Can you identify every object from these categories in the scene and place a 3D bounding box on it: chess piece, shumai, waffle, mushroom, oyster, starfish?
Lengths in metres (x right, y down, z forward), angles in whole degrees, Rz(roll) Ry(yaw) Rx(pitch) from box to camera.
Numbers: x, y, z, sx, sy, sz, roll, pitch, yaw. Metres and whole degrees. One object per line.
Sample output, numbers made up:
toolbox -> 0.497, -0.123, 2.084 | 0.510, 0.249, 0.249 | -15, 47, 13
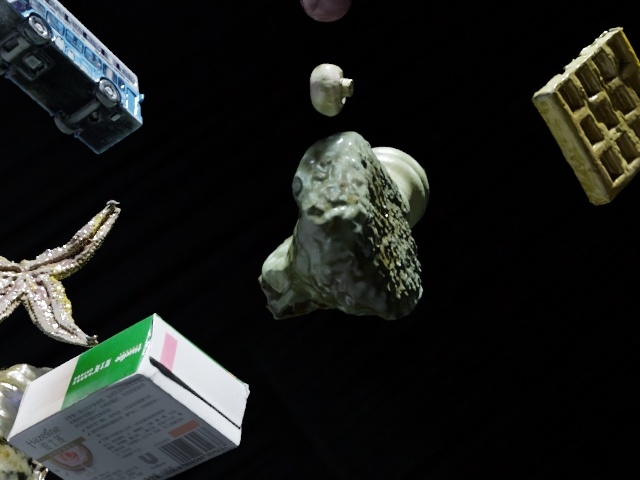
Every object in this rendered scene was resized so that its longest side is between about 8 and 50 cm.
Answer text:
chess piece -> 0.100, -0.063, 1.976 | 0.182, 0.182, 0.330 | 56, 17, -6
shumai -> 0.000, 0.000, 1.380 | 0.225, 0.222, 0.260 | -72, 147, -52
waffle -> 0.488, -0.213, 1.788 | 0.055, 0.248, 0.221 | -14, -67, 56
mushroom -> 0.017, -0.237, 1.654 | 0.083, 0.067, 0.083 | 3, 90, -76
oyster -> -0.388, 0.231, 1.319 | 0.166, 0.110, 0.341 | 42, 13, -6
starfish -> -0.576, 0.073, 2.031 | 0.384, 0.398, 0.132 | -109, -151, -46

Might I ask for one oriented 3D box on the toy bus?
toy bus -> -0.385, -0.263, 1.498 | 0.297, 0.106, 0.131 | 44, 25, -38

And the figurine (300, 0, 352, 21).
figurine -> 0.009, -0.316, 1.356 | 0.071, 0.083, 0.067 | 39, -43, 56

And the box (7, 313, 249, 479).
box -> -0.188, 0.171, 1.030 | 0.135, 0.199, 0.081 | 44, 32, -29
